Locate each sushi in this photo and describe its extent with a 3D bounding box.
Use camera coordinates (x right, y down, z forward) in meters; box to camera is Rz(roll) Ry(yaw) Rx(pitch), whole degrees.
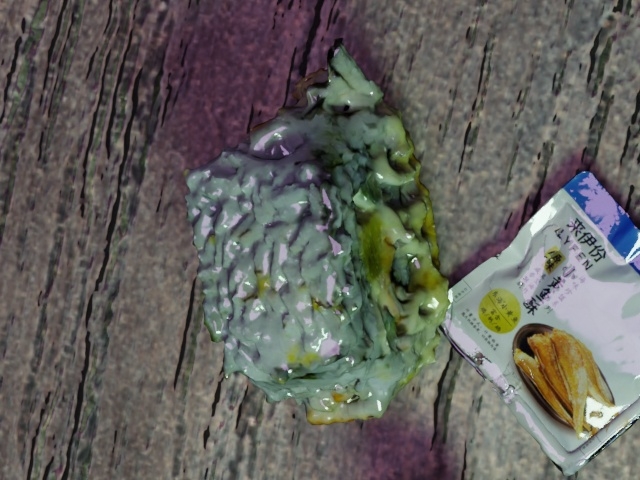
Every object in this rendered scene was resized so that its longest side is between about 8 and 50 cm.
[{"bbox_3d":[0.000,0.000,1.428,0.139,0.184,0.274,-13,87,29],"label":"sushi"}]

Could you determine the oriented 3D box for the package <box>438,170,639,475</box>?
[{"bbox_3d":[0.193,0.063,1.457,0.173,0.027,0.171,-44,80,18],"label":"package"}]
